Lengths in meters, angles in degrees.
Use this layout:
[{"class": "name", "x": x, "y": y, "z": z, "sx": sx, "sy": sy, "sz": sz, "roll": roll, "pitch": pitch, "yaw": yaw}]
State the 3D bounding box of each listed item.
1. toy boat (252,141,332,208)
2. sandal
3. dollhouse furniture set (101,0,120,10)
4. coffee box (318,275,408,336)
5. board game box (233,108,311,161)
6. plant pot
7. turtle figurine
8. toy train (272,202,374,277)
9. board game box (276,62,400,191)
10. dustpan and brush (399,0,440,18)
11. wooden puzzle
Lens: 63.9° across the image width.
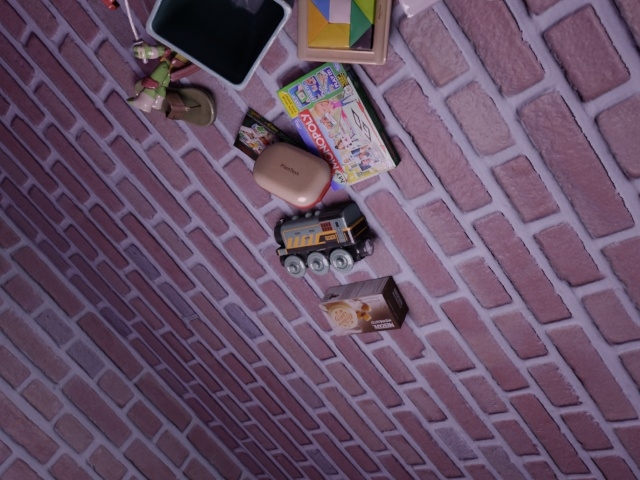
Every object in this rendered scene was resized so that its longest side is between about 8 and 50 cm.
[{"class": "toy boat", "x": -0.073, "y": -0.171, "z": 1.439, "sx": 0.231, "sy": 0.151, "sz": 0.151, "roll": 29, "pitch": 170, "yaw": 21}, {"class": "sandal", "x": -0.441, "y": -0.403, "z": 1.533, "sx": 0.303, "sy": 0.086, "sz": 0.120, "roll": 17, "pitch": 129, "yaw": 18}, {"class": "dollhouse furniture set", "x": -0.405, "y": -0.576, "z": 0.999, "sx": 0.201, "sy": 0.374, "sz": 0.152, "roll": -41, "pitch": 119, "yaw": 6}, {"class": "coffee box", "x": 0.138, "y": 0.215, "z": 1.650, "sx": 0.247, "sy": 0.098, "sz": 0.141, "roll": -14, "pitch": 115, "yaw": 36}, {"class": "board game box", "x": -0.127, "y": -0.256, "z": 1.505, "sx": 0.260, "sy": 0.030, "sz": 0.136, "roll": 37, "pitch": 130, "yaw": 1}, {"class": "plant pot", "x": -0.203, "y": -0.553, "z": 1.163, "sx": 0.247, "sy": 0.252, "sz": 0.248, "roll": 29, "pitch": 135, "yaw": -19}, {"class": "turtle figurine", "x": -0.458, "y": -0.501, "z": 1.381, "sx": 0.266, "sy": 0.275, "sz": 0.198, "roll": -58, "pitch": 42, "yaw": 18}, {"class": "toy train", "x": 0.000, "y": 0.000, "z": 1.557, "sx": 0.334, "sy": 0.142, "sz": 0.190, "roll": -9, "pitch": 106, "yaw": 36}, {"class": "board game box", "x": 0.048, "y": -0.302, "z": 1.362, "sx": 0.214, "sy": 0.046, "sz": 0.317, "roll": -18, "pitch": 112, "yaw": 36}, {"class": "dustpan and brush", "x": 0.198, "y": -0.596, "z": 1.061, "sx": 0.147, "sy": 0.060, "sz": 0.211, "roll": -25, "pitch": 119, "yaw": 24}, {"class": "wooden puzzle", "x": 0.047, "y": -0.523, "z": 1.174, "sx": 0.239, "sy": 0.044, "sz": 0.220, "roll": 12, "pitch": 115, "yaw": 23}]
